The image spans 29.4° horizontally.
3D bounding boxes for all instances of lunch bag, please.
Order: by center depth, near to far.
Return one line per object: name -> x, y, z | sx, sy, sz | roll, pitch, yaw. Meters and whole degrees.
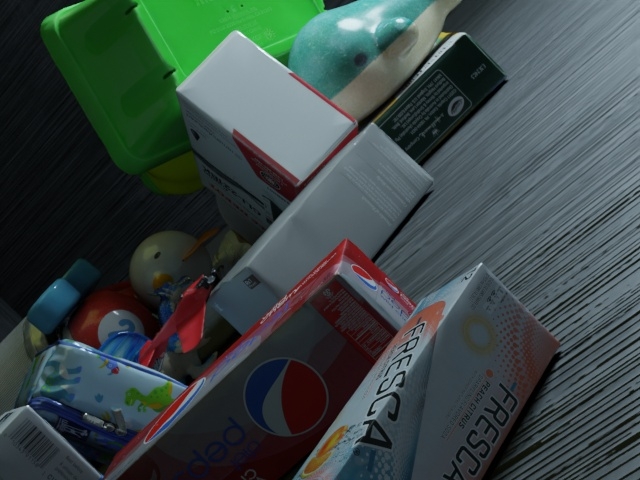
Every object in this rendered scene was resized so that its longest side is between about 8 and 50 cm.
lunch bag -> -0.210, 0.173, 1.225 | 0.219, 0.176, 0.090 | -26, 43, 65

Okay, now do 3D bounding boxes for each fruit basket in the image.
fruit basket -> -0.193, -0.231, 1.721 | 0.392, 0.283, 0.392 | -30, 0, 0

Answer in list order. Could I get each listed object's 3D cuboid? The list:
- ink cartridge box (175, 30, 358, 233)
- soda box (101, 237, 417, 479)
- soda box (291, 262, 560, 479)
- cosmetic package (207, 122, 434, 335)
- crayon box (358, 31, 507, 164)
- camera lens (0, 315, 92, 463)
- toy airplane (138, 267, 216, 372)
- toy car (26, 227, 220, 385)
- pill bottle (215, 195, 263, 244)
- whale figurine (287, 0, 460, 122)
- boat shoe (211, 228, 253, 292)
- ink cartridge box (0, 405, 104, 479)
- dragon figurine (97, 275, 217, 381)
ink cartridge box -> -0.060, -0.107, 1.536 | 0.114, 0.197, 0.273 | -48, -15, -14
soda box -> -0.047, 0.122, 0.891 | 0.263, 0.083, 0.092 | -43, 8, 15
soda box -> 0.044, 0.095, 0.584 | 0.058, 0.063, 0.183 | -37, 10, 50
cosmetic package -> 0.000, 0.000, 1.289 | 0.238, 0.107, 0.127 | -52, 8, -28
crayon box -> 0.134, -0.184, 1.655 | 0.203, 0.083, 0.323 | -45, 7, 8
camera lens -> -0.395, 0.232, 1.787 | 0.274, 0.219, 0.219 | -43, 7, 21
toy airplane -> -0.150, 0.088, 1.264 | 0.151, 0.028, 0.151 | -52, 18, 25
toy car -> -0.222, 0.069, 1.630 | 0.238, 0.219, 0.210 | -49, 5, 13
pill bottle -> -0.025, -0.120, 1.887 | 0.278, 0.162, 0.162 | -51, 8, -36
whale figurine -> 0.068, -0.267, 1.584 | 0.272, 0.141, 0.216 | -47, 6, -9
boat shoe -> -0.121, 0.051, 1.723 | 0.096, 0.098, 0.277 | -45, 8, -5
ink cartridge box -> -0.235, 0.224, 1.082 | 0.065, 0.165, 0.332 | -48, 8, -20
dragon figurine -> -0.214, 0.159, 1.459 | 0.144, 0.085, 0.289 | 5, 44, 45
